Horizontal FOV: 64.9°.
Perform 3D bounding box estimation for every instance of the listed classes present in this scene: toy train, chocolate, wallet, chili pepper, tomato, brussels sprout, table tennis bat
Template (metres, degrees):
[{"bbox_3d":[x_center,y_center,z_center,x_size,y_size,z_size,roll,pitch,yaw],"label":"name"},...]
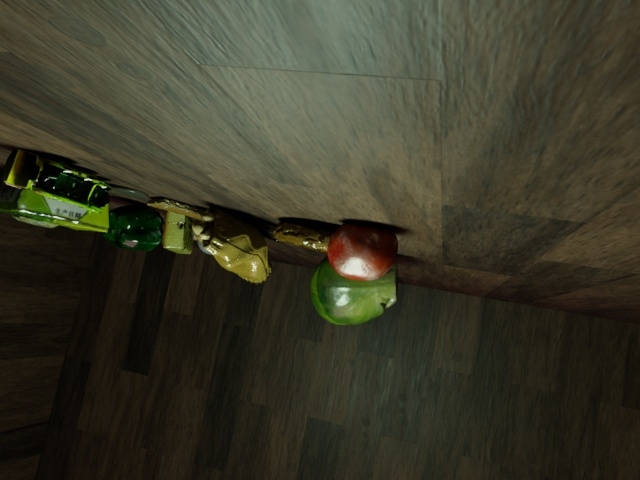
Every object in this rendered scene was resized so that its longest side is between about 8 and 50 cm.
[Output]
[{"bbox_3d":[-0.659,-0.145,1.296,0.161,0.100,0.296,17,174,5],"label":"toy train"},{"bbox_3d":[-0.881,-0.126,1.640,0.301,0.137,0.289,7,172,40],"label":"chocolate"},{"bbox_3d":[-0.157,-0.025,1.703,0.124,0.042,0.230,5,165,43],"label":"wallet"},{"bbox_3d":[-0.635,-0.044,1.783,0.174,0.165,0.261,-2,-178,28],"label":"chili pepper"},{"bbox_3d":[0.111,0.030,1.326,0.187,0.151,0.187,14,169,3],"label":"tomato"},{"bbox_3d":[0.128,0.168,1.874,0.355,0.289,0.281,-6,180,26],"label":"brussels sprout"},{"bbox_3d":[-0.637,-0.155,1.510,0.235,0.022,0.131,9,174,-7],"label":"table tennis bat"}]

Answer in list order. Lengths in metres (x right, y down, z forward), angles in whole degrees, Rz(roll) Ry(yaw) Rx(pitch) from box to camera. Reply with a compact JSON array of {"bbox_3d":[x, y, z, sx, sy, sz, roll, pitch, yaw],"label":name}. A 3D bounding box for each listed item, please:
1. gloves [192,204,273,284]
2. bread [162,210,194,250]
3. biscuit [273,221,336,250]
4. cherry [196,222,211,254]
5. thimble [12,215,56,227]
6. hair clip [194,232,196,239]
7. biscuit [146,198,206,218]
[{"bbox_3d":[-0.271,0.010,1.580,0.203,0.155,0.356,24,167,32],"label":"gloves"},{"bbox_3d":[-0.527,-0.025,1.894,0.077,0.138,0.361,4,175,-8],"label":"bread"},{"bbox_3d":[0.000,-0.002,1.527,0.296,0.075,0.296,14,178,1],"label":"biscuit"},{"bbox_3d":[-0.422,-0.040,1.883,0.115,0.188,0.148,-28,158,2],"label":"cherry"},{"bbox_3d":[-1.045,-0.128,1.890,0.191,0.137,0.143,-11,160,31],"label":"thimble"},{"bbox_3d":[-0.562,-0.003,2.406,0.301,0.069,0.173,21,172,0],"label":"hair clip"},{"bbox_3d":[-0.430,-0.097,1.621,0.231,0.025,0.131,17,170,-42],"label":"biscuit"}]
